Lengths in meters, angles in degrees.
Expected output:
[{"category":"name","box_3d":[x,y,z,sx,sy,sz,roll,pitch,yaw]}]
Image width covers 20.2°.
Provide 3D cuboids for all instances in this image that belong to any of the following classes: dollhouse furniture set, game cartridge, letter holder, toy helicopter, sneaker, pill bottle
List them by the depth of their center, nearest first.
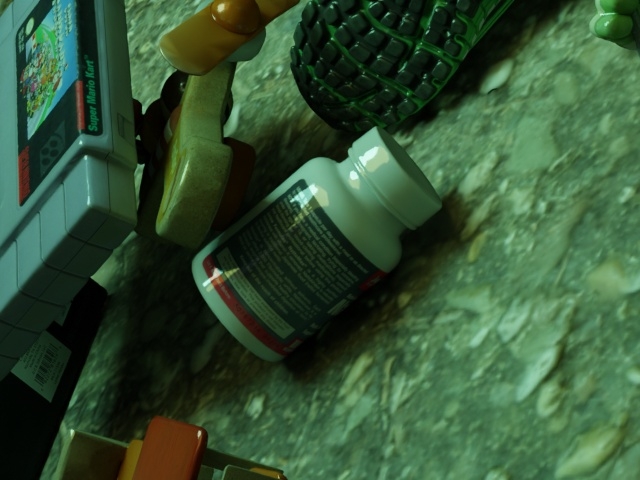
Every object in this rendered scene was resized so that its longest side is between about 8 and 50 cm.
[{"category":"dollhouse furniture set","box_3d":[-0.124,0.239,1.130,0.262,0.135,0.259,0,72,61]},{"category":"pill bottle","box_3d":[0.000,0.000,1.376,0.180,0.108,0.108,-39,30,12]},{"category":"toy helicopter","box_3d":[-0.094,-0.096,1.451,0.355,0.140,0.235,-104,38,-70]},{"category":"game cartridge","box_3d":[-0.238,-0.086,1.503,0.230,0.068,0.355,-50,35,35]},{"category":"sneaker","box_3d":[0.117,-0.216,1.510,0.343,0.134,0.146,-41,-7,23]},{"category":"letter holder","box_3d":[-0.354,0.147,1.610,0.214,0.152,0.302,-23,37,38]}]

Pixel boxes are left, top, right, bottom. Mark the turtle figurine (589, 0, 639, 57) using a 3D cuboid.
[{"category":"turtle figurine","box_3d":[0.275,-0.153,1.083,0.198,0.274,0.266,-11,50,-16]}]
